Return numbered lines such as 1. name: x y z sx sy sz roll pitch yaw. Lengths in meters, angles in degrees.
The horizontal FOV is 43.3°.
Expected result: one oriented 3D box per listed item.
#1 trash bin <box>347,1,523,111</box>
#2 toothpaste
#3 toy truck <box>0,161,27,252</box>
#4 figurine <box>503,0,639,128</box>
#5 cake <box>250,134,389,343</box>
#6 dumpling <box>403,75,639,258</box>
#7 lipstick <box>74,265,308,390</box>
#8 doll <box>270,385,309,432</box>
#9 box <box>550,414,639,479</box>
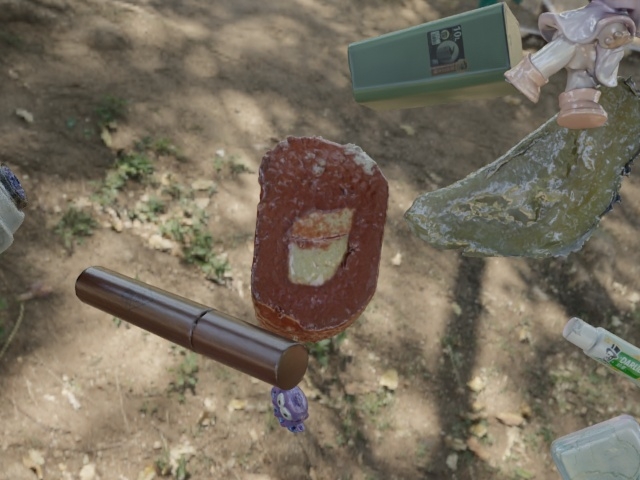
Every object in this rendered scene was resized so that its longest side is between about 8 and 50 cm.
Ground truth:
1. trash bin: 0.254 -0.375 1.741 0.343 0.158 0.223 -9 -2 21
2. toothpaste: 0.542 0.219 1.327 0.314 0.058 0.056 30 65 -2
3. toy truck: -0.483 -0.060 1.037 0.161 0.213 0.177 -36 31 -12
4. figurine: 0.323 -0.257 0.882 0.133 0.276 0.200 42 11 37
5. cake: 0.000 0.000 1.099 0.176 0.151 0.283 4 73 0
6. dumpling: 0.280 -0.063 1.040 0.332 0.166 0.086 -31 9 5
7. lipstick: -0.165 0.094 0.948 0.356 0.057 0.057 16 37 36
8. doll: -0.062 0.315 1.535 0.067 0.206 0.110 -21 78 -19
9. box: 0.478 0.414 1.250 0.142 0.285 0.044 -27 5 17
